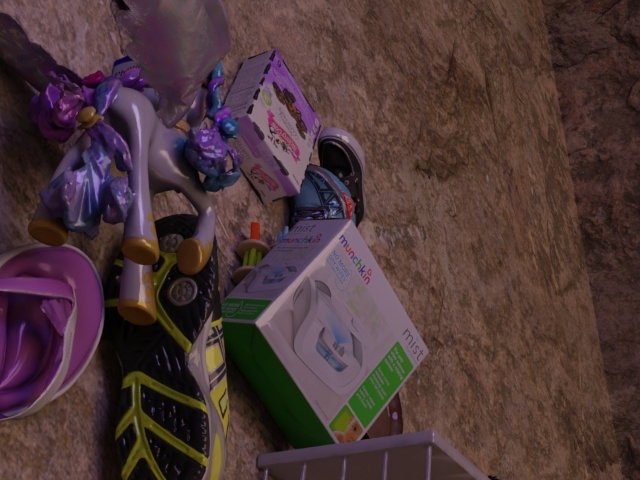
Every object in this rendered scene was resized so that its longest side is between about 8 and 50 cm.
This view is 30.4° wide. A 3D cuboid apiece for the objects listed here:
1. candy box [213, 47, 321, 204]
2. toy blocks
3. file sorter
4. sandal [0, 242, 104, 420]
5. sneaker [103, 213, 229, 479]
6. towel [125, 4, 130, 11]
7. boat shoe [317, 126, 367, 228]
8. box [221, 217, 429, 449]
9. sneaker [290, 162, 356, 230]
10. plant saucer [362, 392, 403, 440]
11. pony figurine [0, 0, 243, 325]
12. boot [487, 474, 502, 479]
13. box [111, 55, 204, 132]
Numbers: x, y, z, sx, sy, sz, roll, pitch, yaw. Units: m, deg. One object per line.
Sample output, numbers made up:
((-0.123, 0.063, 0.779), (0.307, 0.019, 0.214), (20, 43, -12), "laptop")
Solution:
((-0.081, -0.184, 1.890), (0.165, 0.070, 0.196), (57, 30, -31), "candy box")
((-0.080, 0.021, 1.791), (0.123, 0.054, 0.148), (48, 34, -38), "toy blocks")
((0.069, 0.391, 1.619), (0.193, 0.278, 0.173), (45, 42, -44), "file sorter")
((-0.319, 0.109, 1.214), (0.169, 0.102, 0.416), (69, 26, -10), "sandal")
((-0.184, 0.149, 1.457), (0.147, 0.145, 0.384), (69, 19, -61), "sneaker")
((-0.246, -0.455, 1.772), (0.237, 0.037, 0.329), (66, 25, -10), "towel")
((0.033, -0.092, 2.014), (0.228, 0.080, 0.076), (82, 21, -50), "boat shoe")
((0.000, 0.138, 1.706), (0.231, 0.127, 0.262), (-46, 118, -31), "box")
((0.000, 0.000, 1.905), (0.125, 0.104, 0.261), (-8, 82, -62), "sneaker")
((0.091, 0.282, 2.000), (0.168, 0.029, 0.168), (42, 39, -47), "plant saucer")
((-0.223, -0.136, 1.361), (0.351, 0.303, 0.363), (51, 37, -48), "pony figurine")
((0.257, 0.424, 2.116), (0.198, 0.137, 0.077), (58, 30, -27), "boot")
((-0.224, -0.170, 1.601), (0.126, 0.072, 0.137), (46, 37, -44), "box")
